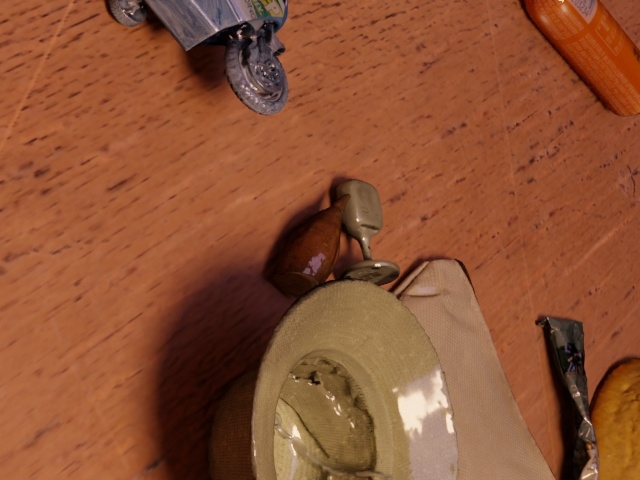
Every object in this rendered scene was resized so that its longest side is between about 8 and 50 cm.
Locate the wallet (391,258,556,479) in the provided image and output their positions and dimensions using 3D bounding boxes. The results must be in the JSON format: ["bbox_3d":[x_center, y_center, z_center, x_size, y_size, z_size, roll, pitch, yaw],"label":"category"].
[{"bbox_3d":[0.124,0.196,1.438,0.275,0.068,0.335,-31,99,-53],"label":"wallet"}]

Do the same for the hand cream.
[{"bbox_3d":[0.263,0.203,1.623,0.075,0.052,0.248,41,41,-70],"label":"hand cream"}]

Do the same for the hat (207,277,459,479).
[{"bbox_3d":[-0.013,0.162,1.220,0.257,0.130,0.257,13,73,-49],"label":"hat"}]

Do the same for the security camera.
[{"bbox_3d":[0.037,-0.009,1.392,0.058,0.058,0.092,18,56,-47],"label":"security camera"}]

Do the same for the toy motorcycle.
[{"bbox_3d":[-0.098,-0.219,1.238,0.254,0.092,0.136,50,38,-19],"label":"toy motorcycle"}]

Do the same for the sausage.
[{"bbox_3d":[0.294,-0.229,1.727,0.234,0.071,0.071,41,53,-38],"label":"sausage"}]

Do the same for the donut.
[{"bbox_3d":[0.405,0.276,1.722,0.303,0.110,0.303,13,73,-49],"label":"donut"}]

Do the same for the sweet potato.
[{"bbox_3d":[0.000,0.000,1.335,0.049,0.049,0.117,54,49,-28],"label":"sweet potato"}]
